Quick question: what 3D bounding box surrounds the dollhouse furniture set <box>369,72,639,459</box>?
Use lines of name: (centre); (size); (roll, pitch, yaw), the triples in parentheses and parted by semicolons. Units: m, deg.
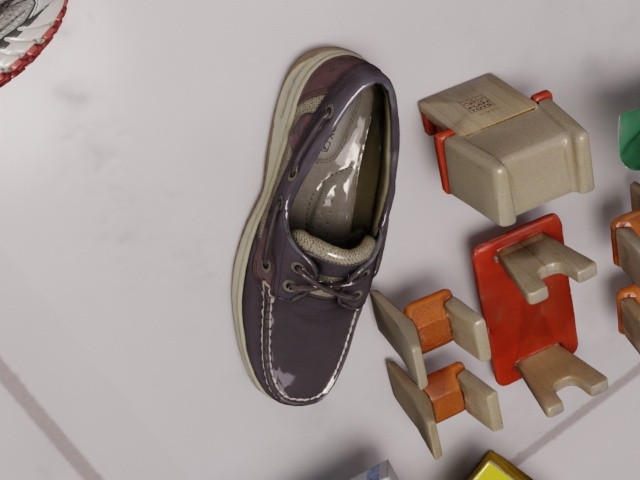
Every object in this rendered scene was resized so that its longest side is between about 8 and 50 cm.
dollhouse furniture set: (0.163, 0.009, 0.847); (0.262, 0.135, 0.259); (-22, 123, -11)

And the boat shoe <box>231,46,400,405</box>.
boat shoe: (0.000, 0.000, 0.785); (0.102, 0.092, 0.285); (7, 103, -21)

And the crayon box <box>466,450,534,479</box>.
crayon box: (0.181, 0.335, 0.953); (0.318, 0.081, 0.202); (39, 90, -25)

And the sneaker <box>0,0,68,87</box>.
sneaker: (-0.264, -0.118, 0.664); (0.225, 0.088, 0.093); (-31, 105, -12)

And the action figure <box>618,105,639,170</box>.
action figure: (0.308, -0.090, 0.824); (0.137, 0.063, 0.232); (60, 39, -14)

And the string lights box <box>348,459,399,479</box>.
string lights box: (-0.028, 0.298, 0.823); (0.259, 0.077, 0.133); (-28, 87, 2)
